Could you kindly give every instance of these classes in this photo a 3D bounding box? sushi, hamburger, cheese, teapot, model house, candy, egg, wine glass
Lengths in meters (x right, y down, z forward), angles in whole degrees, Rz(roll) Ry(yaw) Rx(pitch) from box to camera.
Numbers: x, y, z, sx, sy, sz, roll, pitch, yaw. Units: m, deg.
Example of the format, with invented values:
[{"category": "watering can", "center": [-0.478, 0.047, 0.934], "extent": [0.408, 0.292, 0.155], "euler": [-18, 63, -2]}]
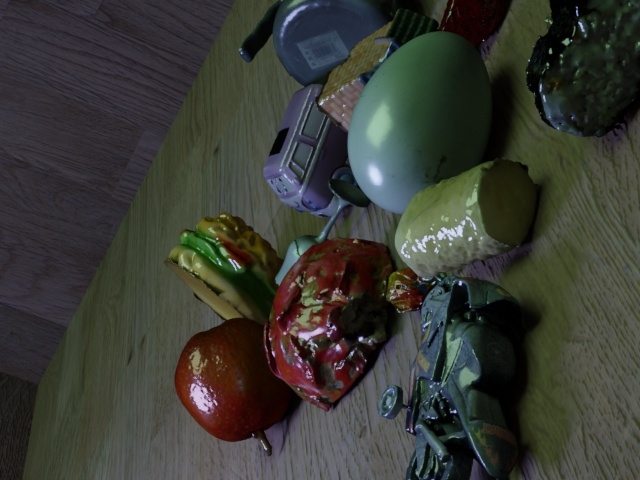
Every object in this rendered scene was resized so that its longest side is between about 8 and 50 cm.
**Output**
[{"category": "sushi", "center": [0.294, -0.223, 1.482], "extent": [0.115, 0.147, 0.213], "euler": [-106, 38, -63]}, {"category": "hamburger", "center": [-0.151, 0.046, 2.369], "extent": [0.149, 0.237, 0.237], "euler": [-52, 15, -11]}, {"category": "cheese", "center": [0.173, -0.028, 1.646], "extent": [0.167, 0.093, 0.123], "euler": [-22, 46, 53]}, {"category": "teapot", "center": [0.030, -0.387, 2.366], "extent": [0.305, 0.223, 0.285], "euler": [-46, 19, 41]}, {"category": "model house", "center": [0.121, -0.244, 2.033], "extent": [0.172, 0.166, 0.183], "euler": [-34, 26, 42]}, {"category": "candy", "center": [0.156, 0.038, 1.753], "extent": [0.201, 0.060, 0.060], "euler": [-34, 36, 48]}, {"category": "egg", "center": [0.136, -0.158, 1.807], "extent": [0.183, 0.182, 0.264], "euler": [-27, 38, 64]}, {"category": "wine glass", "center": [0.000, 0.000, 2.188], "extent": [0.195, 0.079, 0.079], "euler": [-60, 19, 24]}]

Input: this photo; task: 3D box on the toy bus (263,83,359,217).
[{"category": "toy bus", "center": [-0.004, -0.148, 2.275], "extent": [0.203, 0.142, 0.142], "euler": [-70, 18, -8]}]

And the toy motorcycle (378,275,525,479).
[{"category": "toy motorcycle", "center": [0.157, 0.149, 1.505], "extent": [0.173, 0.108, 0.307], "euler": [-42, 32, 43]}]

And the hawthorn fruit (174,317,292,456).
[{"category": "hawthorn fruit", "center": [-0.124, 0.238, 2.140], "extent": [0.196, 0.196, 0.226], "euler": [-52, 53, 40]}]

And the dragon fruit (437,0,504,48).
[{"category": "dragon fruit", "center": [0.219, -0.336, 1.971], "extent": [0.106, 0.083, 0.162], "euler": [-111, 36, -83]}]

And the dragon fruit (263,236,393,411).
[{"category": "dragon fruit", "center": [0.017, 0.102, 1.925], "extent": [0.211, 0.134, 0.262], "euler": [-3, 65, 67]}]
